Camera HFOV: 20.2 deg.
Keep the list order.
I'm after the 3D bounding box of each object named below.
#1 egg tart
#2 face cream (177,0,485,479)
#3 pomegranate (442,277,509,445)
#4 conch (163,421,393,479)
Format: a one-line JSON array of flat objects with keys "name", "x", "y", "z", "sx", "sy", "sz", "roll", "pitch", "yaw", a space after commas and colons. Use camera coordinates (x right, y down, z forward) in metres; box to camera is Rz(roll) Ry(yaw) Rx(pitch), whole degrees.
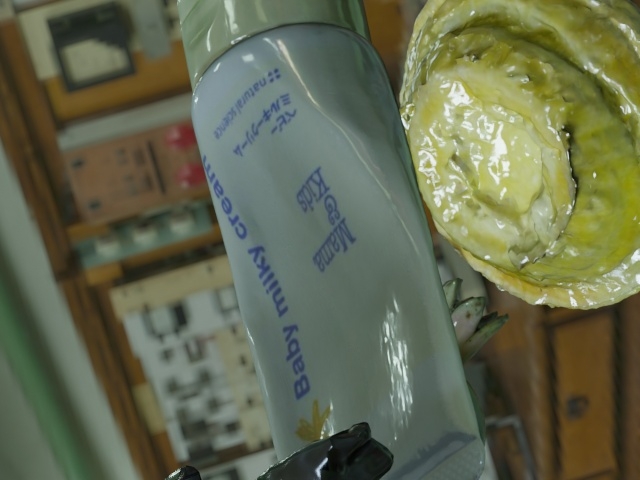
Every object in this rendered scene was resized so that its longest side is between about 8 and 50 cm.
[{"name": "egg tart", "x": 0.155, "y": -0.073, "z": 1.389, "sx": 0.290, "sy": 0.115, "sz": 0.290, "roll": 22, "pitch": 124, "yaw": 36}, {"name": "face cream", "x": 0.000, "y": 0.000, "z": 0.625, "sx": 0.114, "sy": 0.070, "sz": 0.224, "roll": -48, "pitch": 45, "yaw": 49}, {"name": "pomegranate", "x": 0.079, "y": 0.139, "z": 1.623, "sx": 0.187, "sy": 0.225, "sz": 0.187, "roll": 39, "pitch": 175, "yaw": 4}, {"name": "conch", "x": -0.105, "y": 0.161, "z": 0.440, "sx": 0.240, "sy": 0.313, "sz": 0.186, "roll": 68, "pitch": -179, "yaw": -58}]
